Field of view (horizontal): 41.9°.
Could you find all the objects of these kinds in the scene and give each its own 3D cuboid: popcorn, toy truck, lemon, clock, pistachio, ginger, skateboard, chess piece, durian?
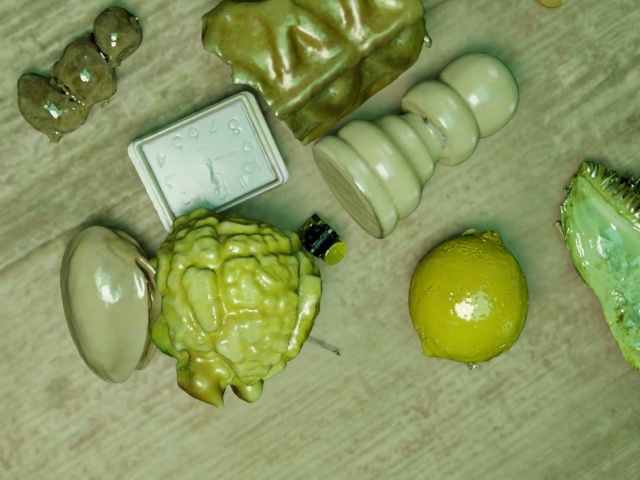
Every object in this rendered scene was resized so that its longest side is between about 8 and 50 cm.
[{"bbox_3d":[-0.111,0.082,1.105,0.223,0.270,0.258,11,128,6],"label":"popcorn"},{"bbox_3d":[0.000,0.000,1.213,0.049,0.083,0.054,-47,118,-1],"label":"toy truck"},{"bbox_3d":[0.216,0.082,1.217,0.173,0.173,0.206,14,86,-12],"label":"lemon"},{"bbox_3d":[-0.155,-0.108,1.175,0.192,0.071,0.147,-25,101,-6],"label":"clock"},{"bbox_3d":[-0.285,0.085,1.155,0.152,0.126,0.223,-3,105,24],"label":"pistachio"},{"bbox_3d":[-0.318,-0.228,1.126,0.204,0.080,0.104,-43,97,0],"label":"ginger"},{"bbox_3d":[-0.001,0.138,1.259,0.083,0.032,0.064,29,81,-10],"label":"skateboard"},{"bbox_3d":[0.149,-0.155,1.193,0.299,0.167,0.167,-39,102,-10],"label":"chess piece"},{"bbox_3d":[0.513,0.040,1.307,0.198,0.163,0.394,-32,98,27],"label":"durian"}]

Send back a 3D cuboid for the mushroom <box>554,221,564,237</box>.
[{"bbox_3d":[0.458,0.078,1.338,0.026,0.028,0.286,-28,104,38],"label":"mushroom"}]

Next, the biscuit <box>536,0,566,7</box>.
[{"bbox_3d":[0.326,-0.474,1.234,0.153,0.030,0.234,14,95,-13],"label":"biscuit"}]

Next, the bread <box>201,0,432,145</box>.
[{"bbox_3d":[0.000,-0.270,1.118,0.252,0.238,0.196,-43,65,3],"label":"bread"}]
